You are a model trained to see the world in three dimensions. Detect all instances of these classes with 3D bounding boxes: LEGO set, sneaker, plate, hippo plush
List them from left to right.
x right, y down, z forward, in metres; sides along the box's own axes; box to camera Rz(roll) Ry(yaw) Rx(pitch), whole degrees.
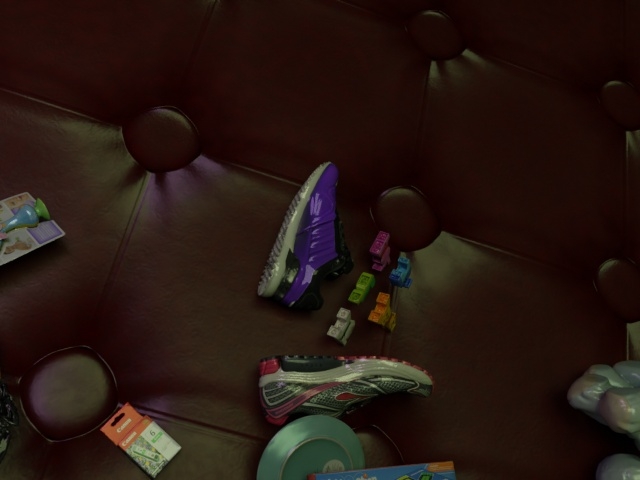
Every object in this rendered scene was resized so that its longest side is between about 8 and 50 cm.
[{"bbox_3d":[-0.009,0.371,1.154,0.188,0.024,0.188,0,90,-23],"label":"plate"},{"bbox_3d":[0.000,0.001,1.339,0.146,0.102,0.293,26,66,-9],"label":"sneaker"},{"bbox_3d":[0.044,0.249,1.229,0.299,0.121,0.112,1,81,-10],"label":"sneaker"},{"bbox_3d":[0.107,0.109,1.331,0.087,0.093,0.227,17,62,26],"label":"LEGO set"},{"bbox_3d":[0.594,0.359,1.323,0.294,0.234,0.236,-2,97,-3],"label":"hippo plush"}]

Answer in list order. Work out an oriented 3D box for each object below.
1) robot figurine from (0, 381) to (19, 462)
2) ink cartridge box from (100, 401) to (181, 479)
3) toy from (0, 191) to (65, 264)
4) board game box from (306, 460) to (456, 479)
[{"bbox_3d":[-0.556,0.219,1.063,0.211,0.085,0.291,-7,68,-20],"label":"robot figurine"},{"bbox_3d":[-0.280,0.309,1.138,0.115,0.029,0.063,42,61,4],"label":"ink cartridge box"},{"bbox_3d":[-0.548,-0.012,1.158,0.237,0.056,0.137,-27,54,-35],"label":"toy"},{"bbox_3d":[0.111,0.434,1.160,0.281,0.027,0.145,6,67,-32],"label":"board game box"}]
